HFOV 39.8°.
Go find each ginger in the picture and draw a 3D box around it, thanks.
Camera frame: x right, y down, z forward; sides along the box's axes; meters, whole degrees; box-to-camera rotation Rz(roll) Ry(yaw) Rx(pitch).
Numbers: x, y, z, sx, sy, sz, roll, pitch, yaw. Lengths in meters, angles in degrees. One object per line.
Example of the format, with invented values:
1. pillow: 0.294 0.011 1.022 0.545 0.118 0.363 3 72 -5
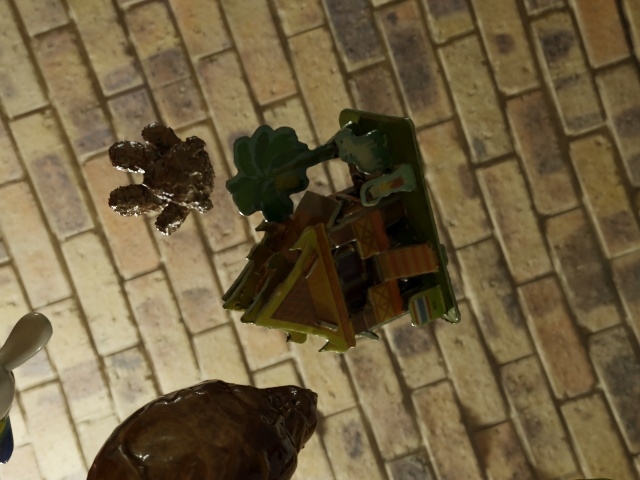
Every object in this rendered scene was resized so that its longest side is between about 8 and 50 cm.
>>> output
1. ginger: -0.131 0.283 0.873 0.152 0.357 0.274 24 168 34

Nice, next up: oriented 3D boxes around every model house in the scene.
1. model house: 0.000 0.000 1.309 0.242 0.313 0.357 24 133 59

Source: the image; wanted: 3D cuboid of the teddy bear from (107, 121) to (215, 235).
1. teddy bear: -0.353 -0.132 1.908 0.222 0.296 0.246 -18 -74 -76

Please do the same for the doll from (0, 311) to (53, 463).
1. doll: -0.714 0.344 1.763 0.187 0.376 0.365 48 133 21

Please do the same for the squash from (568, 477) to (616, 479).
1. squash: 0.431 0.426 1.327 0.219 0.219 0.041 -109 16 -75
